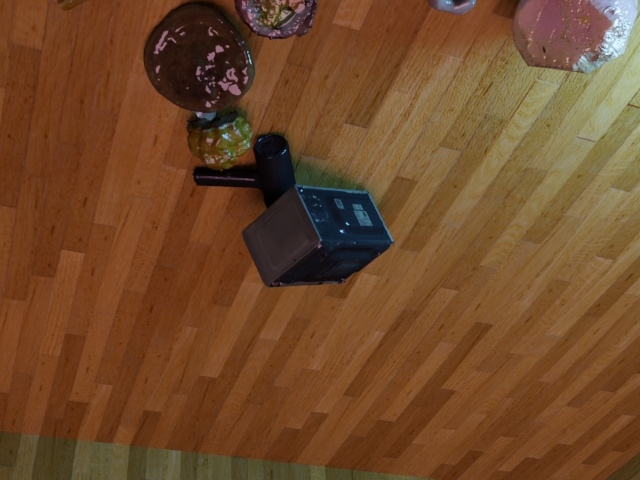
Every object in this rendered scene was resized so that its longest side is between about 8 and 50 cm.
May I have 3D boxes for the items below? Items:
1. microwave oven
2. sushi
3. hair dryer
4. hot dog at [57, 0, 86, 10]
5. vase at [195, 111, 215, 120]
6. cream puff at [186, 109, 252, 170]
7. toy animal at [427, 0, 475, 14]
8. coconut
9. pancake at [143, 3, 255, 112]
[{"bbox_3d":[0.000,0.000,2.092,0.237,0.181,0.295,-38,156,32],"label":"microwave oven"},{"bbox_3d":[-0.087,-0.511,1.650,0.161,0.107,0.241,1,130,-7],"label":"sushi"},{"bbox_3d":[-0.186,-0.155,2.062,0.251,0.089,0.197,-2,139,5],"label":"hair dryer"},{"bbox_3d":[-0.463,-0.498,1.683,0.137,0.028,0.044,-23,161,22],"label":"hot dog"},{"bbox_3d":[-0.224,-0.339,1.853,0.081,0.081,0.149,25,128,-29],"label":"vase"},{"bbox_3d":[-0.227,-0.221,1.945,0.156,0.121,0.156,-2,135,-2],"label":"cream puff"},{"bbox_3d":[0.242,-0.594,1.529,0.344,0.194,0.303,-38,135,24],"label":"toy animal"},{"bbox_3d":[0.515,-0.439,1.706,0.233,0.245,0.233,10,112,25],"label":"coconut"},{"bbox_3d":[-0.255,-0.373,1.770,0.242,0.050,0.241,4,119,8],"label":"pancake"}]
